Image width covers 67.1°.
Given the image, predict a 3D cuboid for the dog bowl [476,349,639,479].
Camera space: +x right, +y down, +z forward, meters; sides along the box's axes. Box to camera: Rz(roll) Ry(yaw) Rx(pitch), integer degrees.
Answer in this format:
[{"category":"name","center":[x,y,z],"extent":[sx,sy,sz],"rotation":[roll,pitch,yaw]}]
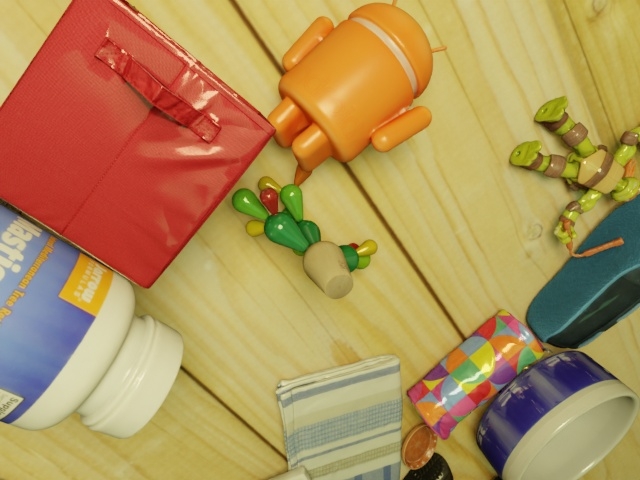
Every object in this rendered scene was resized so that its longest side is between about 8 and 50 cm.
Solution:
[{"category":"dog bowl","center":[0.409,0.323,0.842],"extent":[0.264,0.104,0.265],"rotation":[-14,127,-20]}]

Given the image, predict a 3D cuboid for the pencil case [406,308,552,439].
[{"category":"pencil case","center":[0.258,0.220,0.796],"extent":[0.236,0.104,0.104],"rotation":[-39,116,2]}]

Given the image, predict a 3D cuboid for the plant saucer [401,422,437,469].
[{"category":"plant saucer","center":[0.175,0.365,0.859],"extent":[0.083,0.013,0.084],"rotation":[-8,105,-34]}]

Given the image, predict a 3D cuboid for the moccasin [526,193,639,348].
[{"category":"moccasin","center":[0.491,0.044,0.785],"extent":[0.116,0.138,0.342],"rotation":[29,119,-26]}]

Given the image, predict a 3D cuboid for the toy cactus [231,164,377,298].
[{"category":"toy cactus","center":[0.000,0.000,0.590],"extent":[0.112,0.180,0.219],"rotation":[-45,126,9]}]

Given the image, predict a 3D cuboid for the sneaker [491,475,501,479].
[{"category":"sneaker","center":[0.284,0.532,0.895],"extent":[0.262,0.099,0.121],"rotation":[10,116,-39]}]

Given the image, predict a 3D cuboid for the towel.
[{"category":"towel","center":[0.039,0.327,0.806],"extent":[0.209,0.034,0.285],"rotation":[-11,115,-15]}]

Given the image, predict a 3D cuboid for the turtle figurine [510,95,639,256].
[{"category":"turtle figurine","center":[0.407,-0.121,0.716],"extent":[0.217,0.087,0.269],"rotation":[28,112,-15]}]

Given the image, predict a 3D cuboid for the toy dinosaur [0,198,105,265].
[{"category":"toy dinosaur","center":[-0.352,0.059,0.541],"extent":[0.200,0.127,0.296],"rotation":[25,105,-24]}]

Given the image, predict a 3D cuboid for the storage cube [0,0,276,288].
[{"category":"storage cube","center":[-0.181,-0.103,0.480],"extent":[0.183,0.215,0.193],"rotation":[37,99,-21]}]

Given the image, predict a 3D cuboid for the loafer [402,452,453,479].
[{"category":"loafer","center":[0.165,0.491,0.878],"extent":[0.220,0.080,0.078],"rotation":[-44,115,3]}]

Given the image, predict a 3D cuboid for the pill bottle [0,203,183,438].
[{"category":"pill bottle","center":[-0.260,0.065,0.411],"extent":[0.272,0.152,0.152],"rotation":[38,96,-28]}]

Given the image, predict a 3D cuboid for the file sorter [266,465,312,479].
[{"category":"file sorter","center":[-0.053,0.540,0.736],"extent":[0.192,0.173,0.278],"rotation":[-25,104,7]}]

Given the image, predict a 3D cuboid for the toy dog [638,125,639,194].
[{"category":"toy dog","center":[0.679,-0.133,0.753],"extent":[0.333,0.161,0.220],"rotation":[-16,113,-10]}]

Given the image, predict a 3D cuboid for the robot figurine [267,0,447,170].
[{"category":"robot figurine","center":[0.041,-0.179,0.561],"extent":[0.219,0.158,0.128],"rotation":[-44,131,-2]}]
